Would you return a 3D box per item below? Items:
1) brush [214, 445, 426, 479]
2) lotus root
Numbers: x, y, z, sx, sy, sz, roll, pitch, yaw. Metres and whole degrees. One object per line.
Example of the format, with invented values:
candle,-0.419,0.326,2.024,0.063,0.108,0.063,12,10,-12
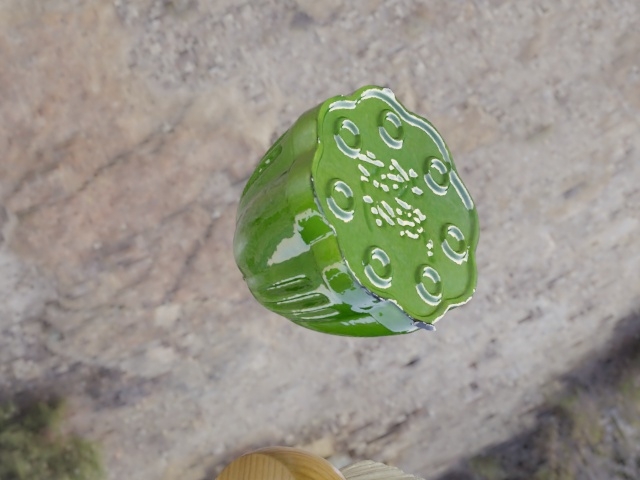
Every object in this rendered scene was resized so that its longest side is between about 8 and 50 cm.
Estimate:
brush,-0.011,0.317,1.163,0.166,0.266,0.174,20,167,-39
lotus root,0.000,0.000,0.976,0.186,0.186,0.186,-21,155,-10
